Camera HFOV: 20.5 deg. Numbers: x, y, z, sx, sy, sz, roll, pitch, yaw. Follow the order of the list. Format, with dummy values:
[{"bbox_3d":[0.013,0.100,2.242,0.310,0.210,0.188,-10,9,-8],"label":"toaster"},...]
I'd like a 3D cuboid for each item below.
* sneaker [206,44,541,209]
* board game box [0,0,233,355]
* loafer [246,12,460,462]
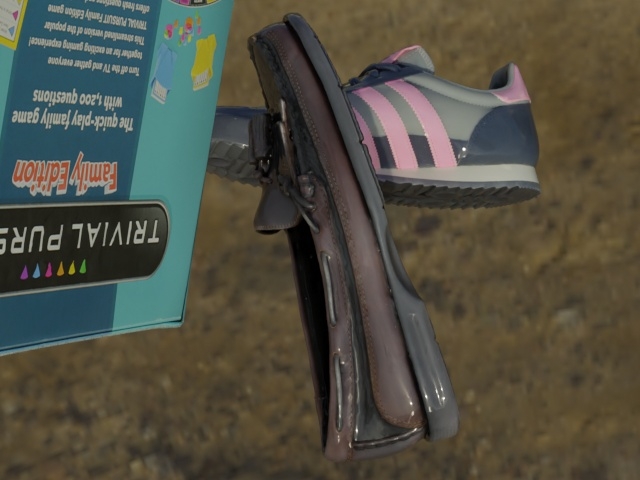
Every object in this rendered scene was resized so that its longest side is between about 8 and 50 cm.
[{"bbox_3d":[0.036,-0.104,1.498,0.319,0.112,0.131,6,77,-24],"label":"sneaker"},{"bbox_3d":[-0.114,-0.127,0.690,0.079,0.336,0.254,12,6,20],"label":"board game box"},{"bbox_3d":[0.000,0.000,1.169,0.095,0.109,0.302,-20,85,-6],"label":"loafer"}]
